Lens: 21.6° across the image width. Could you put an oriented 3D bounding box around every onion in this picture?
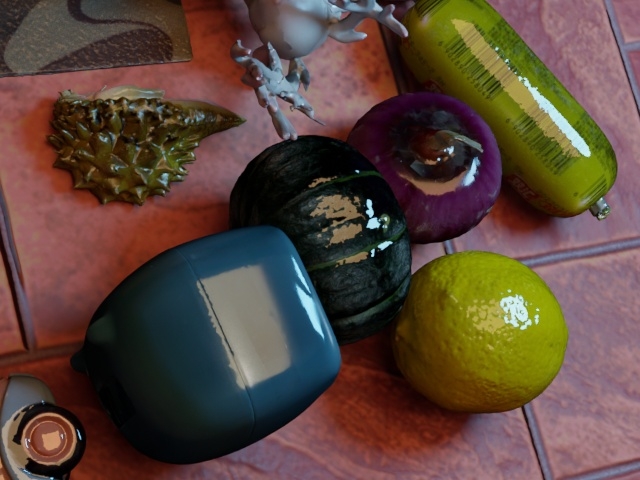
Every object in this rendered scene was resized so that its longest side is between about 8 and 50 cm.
[{"bbox_3d":[0.111,-0.081,1.841,0.177,0.153,0.177,-9,58,14],"label":"onion"}]

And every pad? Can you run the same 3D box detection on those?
[{"bbox_3d":[-0.310,-0.281,1.804,0.330,0.004,0.220,-8,77,-25],"label":"pad"}]

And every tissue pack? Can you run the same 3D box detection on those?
[{"bbox_3d":[-0.118,0.110,1.600,0.206,0.287,0.198,-24,86,-16],"label":"tissue pack"}]

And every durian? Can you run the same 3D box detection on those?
[{"bbox_3d":[-0.172,-0.117,1.768,0.224,0.078,0.140,-15,80,-25],"label":"durian"}]

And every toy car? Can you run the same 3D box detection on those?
[{"bbox_3d":[-0.325,0.259,1.532,0.212,0.180,0.270,-1,74,-14],"label":"toy car"}]

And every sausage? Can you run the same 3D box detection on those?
[{"bbox_3d":[0.215,-0.157,1.922,0.347,0.123,0.123,49,62,-3],"label":"sausage"}]

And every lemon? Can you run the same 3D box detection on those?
[{"bbox_3d":[0.171,0.099,1.790,0.203,0.178,0.178,4,71,-23],"label":"lemon"}]

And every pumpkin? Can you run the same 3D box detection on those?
[{"bbox_3d":[0.000,0.000,1.727,0.162,0.220,0.220,-19,81,-20],"label":"pumpkin"}]

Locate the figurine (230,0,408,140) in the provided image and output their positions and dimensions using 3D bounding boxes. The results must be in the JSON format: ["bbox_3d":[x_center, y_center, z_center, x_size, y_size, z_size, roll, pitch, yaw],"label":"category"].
[{"bbox_3d":[-0.073,-0.252,1.756,0.316,0.284,0.206,31,95,-6],"label":"figurine"}]
